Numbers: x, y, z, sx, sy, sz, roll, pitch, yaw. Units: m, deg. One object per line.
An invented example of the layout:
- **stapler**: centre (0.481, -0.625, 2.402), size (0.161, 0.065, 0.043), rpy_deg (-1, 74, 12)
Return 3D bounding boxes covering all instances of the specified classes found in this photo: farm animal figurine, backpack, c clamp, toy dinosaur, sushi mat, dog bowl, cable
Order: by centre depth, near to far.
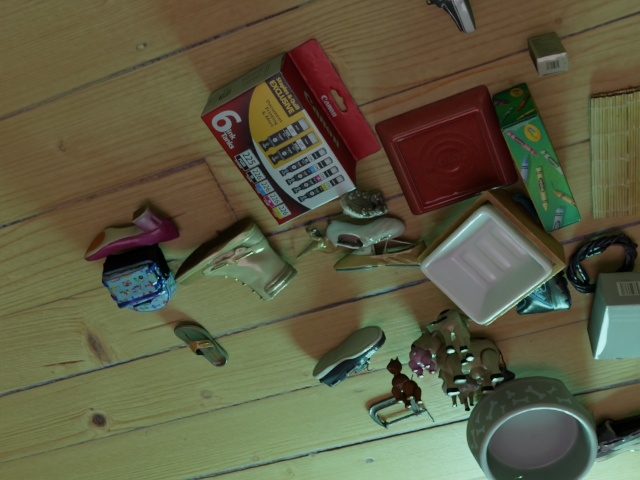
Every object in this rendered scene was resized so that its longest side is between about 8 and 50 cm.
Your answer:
- **sushi mat**: centre (0.674, -0.188, 1.741), size (0.152, 0.019, 0.316), rpy_deg (-9, 123, 9)
- **cable**: centre (0.677, 0.052, 1.890), size (0.151, 0.047, 0.184), rpy_deg (11, 128, 3)
- **toy dinosaur**: centre (0.000, 0.000, 1.898), size (0.183, 0.053, 0.092), rpy_deg (-25, 120, 19)
- **backpack**: centre (-0.445, 0.112, 1.966), size (0.158, 0.116, 0.173), rpy_deg (-14, 126, 6)
- **farm animal figurine**: centre (0.328, 0.284, 1.995), size (0.327, 0.172, 0.330), rpy_deg (11, 139, -25)
- **dog bowl**: centre (0.567, 0.532, 2.088), size (0.349, 0.102, 0.348), rpy_deg (0, 113, 0)
- **c clamp**: centre (0.224, 0.493, 2.227), size (0.161, 0.022, 0.137), rpy_deg (-20, 120, 16)

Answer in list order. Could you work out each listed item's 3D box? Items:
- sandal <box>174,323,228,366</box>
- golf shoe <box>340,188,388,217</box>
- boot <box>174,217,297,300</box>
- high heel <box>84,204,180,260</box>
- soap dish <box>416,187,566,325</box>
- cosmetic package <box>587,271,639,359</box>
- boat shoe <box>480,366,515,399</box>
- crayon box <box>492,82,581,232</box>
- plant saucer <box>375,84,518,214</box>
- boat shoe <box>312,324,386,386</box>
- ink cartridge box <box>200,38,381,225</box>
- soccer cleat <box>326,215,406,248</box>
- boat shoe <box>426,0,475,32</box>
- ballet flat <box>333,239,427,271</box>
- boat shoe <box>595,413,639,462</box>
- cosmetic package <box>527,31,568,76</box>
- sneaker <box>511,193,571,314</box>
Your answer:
- **sandal**: centre (-0.317, 0.287, 2.114), size (0.072, 0.049, 0.180), rpy_deg (-33, 115, 23)
- **golf shoe**: centre (0.081, -0.072, 1.789), size (0.086, 0.176, 0.069), rpy_deg (-22, 76, 30)
- **boot**: centre (-0.211, 0.082, 1.947), size (0.262, 0.095, 0.203), rpy_deg (-33, 117, 18)
- **high heel**: centre (-0.466, 0.007, 1.934), size (0.244, 0.082, 0.117), rpy_deg (-34, 125, 19)
- **soap dish**: centre (0.381, 0.035, 1.764), size (0.229, 0.118, 0.291), rpy_deg (44, 138, 4)
- **cosmetic package**: centre (0.727, 0.185, 1.904), size (0.127, 0.107, 0.238), rpy_deg (-3, 142, 5)
- **boat shoe**: centre (0.474, 0.431, 2.136), size (0.065, 0.075, 0.206), rpy_deg (11, 119, 1)
- **crayon box**: centre (0.460, -0.175, 1.678), size (0.081, 0.165, 0.278), rpy_deg (-22, 119, 18)
- **plant saucer**: centre (0.285, -0.184, 1.758), size (0.259, 0.047, 0.259), rpy_deg (-18, 121, 16)
- **boat shoe**: centre (0.087, 0.312, 2.073), size (0.079, 0.095, 0.254), rpy_deg (40, 119, -18)
- **ink cartridge box**: centre (-0.054, -0.231, 1.703), size (0.272, 0.130, 0.309), rpy_deg (-26, 117, 19)
- **soccer cleat**: centre (0.111, -0.012, 1.846), size (0.196, 0.076, 0.068), rpy_deg (-3, 130, -15)
- **boat shoe**: centre (0.228, -0.499, 1.536), size (0.076, 0.080, 0.228), rpy_deg (-21, 119, 24)
- **ballet flat**: centre (0.146, 0.034, 1.910), size (0.233, 0.080, 0.073), rpy_deg (-3, 95, 4)
- **boat shoe**: centre (0.804, 0.537, 2.171), size (0.285, 0.103, 0.092), rpy_deg (-20, 106, 22)
- **cosmetic package**: centre (0.455, -0.373, 1.578), size (0.060, 0.115, 0.041), rpy_deg (-10, 123, 12)
- **sneaker**: centre (0.484, 0.047, 1.850), size (0.140, 0.125, 0.340), rpy_deg (-16, 119, 19)
